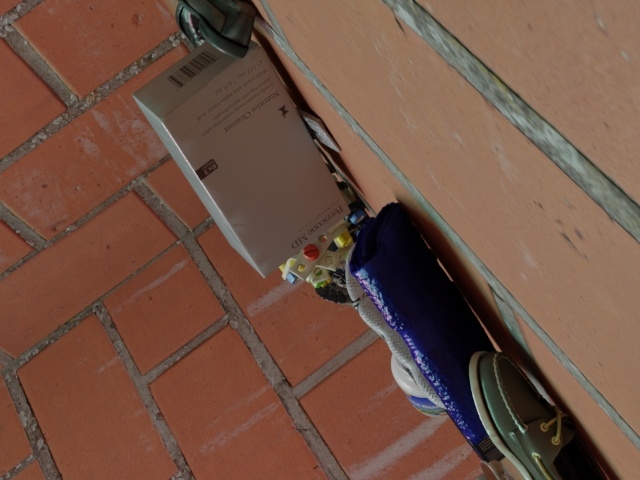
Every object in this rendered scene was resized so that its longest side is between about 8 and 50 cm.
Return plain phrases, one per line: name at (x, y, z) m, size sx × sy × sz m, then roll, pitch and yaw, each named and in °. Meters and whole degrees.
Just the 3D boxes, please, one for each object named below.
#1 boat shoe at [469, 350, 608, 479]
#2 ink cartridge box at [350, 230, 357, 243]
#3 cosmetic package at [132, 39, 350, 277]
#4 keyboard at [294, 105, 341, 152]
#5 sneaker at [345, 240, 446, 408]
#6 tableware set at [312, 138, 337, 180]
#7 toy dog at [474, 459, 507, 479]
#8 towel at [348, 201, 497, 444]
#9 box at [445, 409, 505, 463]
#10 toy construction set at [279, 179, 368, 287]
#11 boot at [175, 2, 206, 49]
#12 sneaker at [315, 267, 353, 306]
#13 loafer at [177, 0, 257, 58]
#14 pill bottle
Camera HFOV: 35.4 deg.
boat shoe at (0.302, 0.270, 1.338) m, size 0.305 × 0.091 × 0.109 m, roll 59°, pitch -140°, yaw -8°
ink cartridge box at (0.071, -0.010, 2.438) m, size 0.165 × 0.065 × 0.333 m, roll 53°, pitch 177°, yaw 9°
cosmetic package at (-0.131, -0.149, 1.761) m, size 0.156 × 0.217 × 0.385 m, roll 40°, pitch 166°, yaw 53°
keyboard at (-0.037, -0.211, 1.779) m, size 0.072 × 0.014 × 0.256 m, roll 56°, pitch 171°, yaw -30°
sneaker at (0.176, 0.163, 1.807) m, size 0.366 × 0.137 × 0.210 m, roll 56°, pitch -179°, yaw 26°
tableware set at (-0.020, -0.172, 1.986) m, size 0.128 × 0.039 × 0.194 m, roll 27°, pitch 173°, yaw 23°
toy dog at (0.331, 0.386, 1.541) m, size 0.220 × 0.161 × 0.333 m, roll 5°, pitch 180°, yaw -41°
towel at (0.148, 0.114, 1.414) m, size 0.308 × 0.076 × 0.228 m, roll 55°, pitch -157°, yaw -12°
box at (0.301, 0.319, 1.992) m, size 0.207 × 0.108 × 0.153 m, roll 54°, pitch 179°, yaw -18°
toy construction set at (0.000, 0.000, 2.019) m, size 0.151 × 0.215 × 0.328 m, roll 52°, pitch 178°, yaw 4°
boot at (-0.159, -0.348, 1.926) m, size 0.229 × 0.091 × 0.263 m, roll 40°, pitch 161°, yaw 27°
sneaker at (0.129, 0.136, 2.492) m, size 0.283 × 0.110 × 0.122 m, roll 27°, pitch -172°, yaw 17°
loafer at (-0.158, -0.378, 1.582) m, size 0.096 × 0.084 × 0.267 m, roll 16°, pitch -153°, yaw -35°
pill bottle at (0.240, 0.285, 2.211) m, size 0.152 × 0.152 × 0.272 m, roll 53°, pitch 179°, yaw 29°
